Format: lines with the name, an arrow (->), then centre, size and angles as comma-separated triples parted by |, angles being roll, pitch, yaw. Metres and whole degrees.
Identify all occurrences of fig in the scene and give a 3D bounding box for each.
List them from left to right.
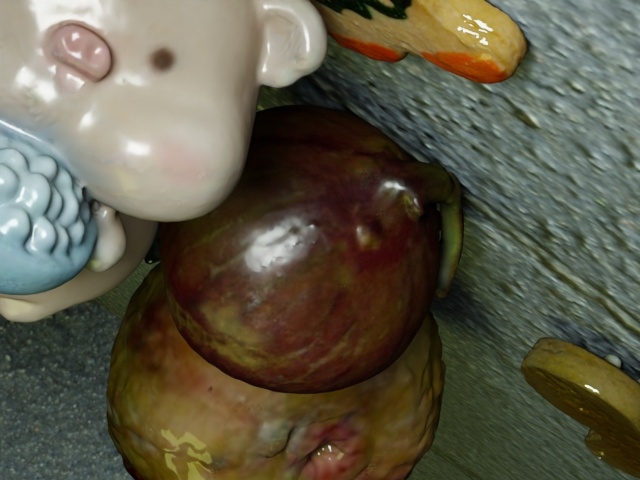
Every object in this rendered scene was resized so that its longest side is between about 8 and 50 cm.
fig -> -0.055, 0.059, 1.425 | 0.286, 0.286, 0.368 | 46, -164, -44
fig -> -0.001, -0.001, 1.093 | 0.205, 0.205, 0.205 | 33, 168, 8

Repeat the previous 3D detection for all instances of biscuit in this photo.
biscuit -> -0.015, -0.160, 0.813 | 0.250, 0.036, 0.165 | 43, 164, -35
biscuit -> 0.278, 0.165, 1.277 | 0.301, 0.049, 0.197 | 37, 164, -13

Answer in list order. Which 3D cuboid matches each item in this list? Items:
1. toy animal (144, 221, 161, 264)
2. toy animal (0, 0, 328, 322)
toy animal -> -0.110, -0.068, 1.195 | 0.090, 0.170, 0.255 | -6, 167, -9
toy animal -> -0.137, -0.072, 0.890 | 0.210, 0.229, 0.221 | 28, 166, -10
